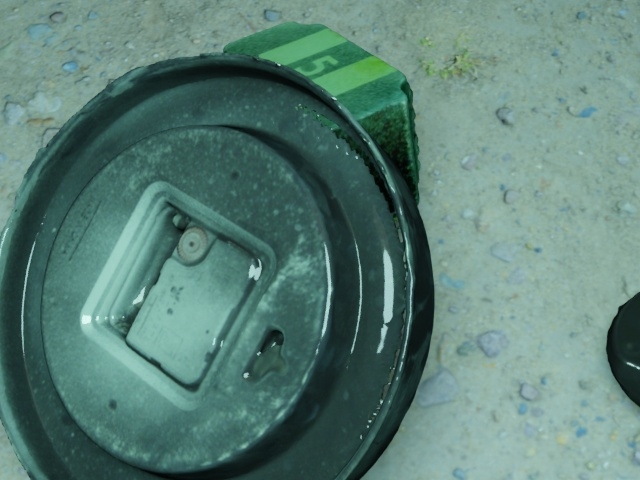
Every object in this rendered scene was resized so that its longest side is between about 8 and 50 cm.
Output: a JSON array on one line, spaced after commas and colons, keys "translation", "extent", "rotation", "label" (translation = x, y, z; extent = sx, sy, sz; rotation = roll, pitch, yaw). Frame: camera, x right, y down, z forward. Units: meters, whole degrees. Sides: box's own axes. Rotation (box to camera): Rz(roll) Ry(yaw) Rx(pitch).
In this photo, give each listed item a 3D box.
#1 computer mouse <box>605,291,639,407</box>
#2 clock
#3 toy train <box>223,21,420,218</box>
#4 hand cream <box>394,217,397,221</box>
[{"translation": [0.382, 0.142, 0.746], "extent": [0.269, 0.086, 0.137], "rotation": [32, 55, 30], "label": "computer mouse"}, {"translation": [-0.096, 0.046, 0.664], "extent": [0.386, 0.076, 0.386], "rotation": [-5, 79, 25], "label": "clock"}, {"translation": [-0.037, -0.103, 0.864], "extent": [0.238, 0.167, 0.299], "rotation": [-24, 39, -15], "label": "toy train"}, {"translation": [0.000, 0.000, 0.886], "extent": [0.095, 0.046, 0.175], "rotation": [33, 59, 33], "label": "hand cream"}]
